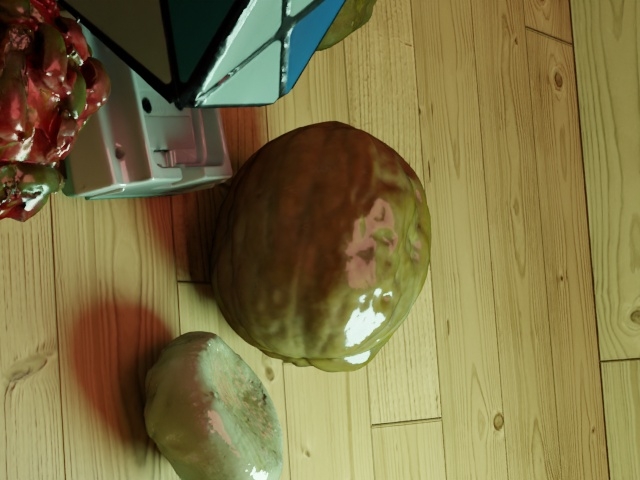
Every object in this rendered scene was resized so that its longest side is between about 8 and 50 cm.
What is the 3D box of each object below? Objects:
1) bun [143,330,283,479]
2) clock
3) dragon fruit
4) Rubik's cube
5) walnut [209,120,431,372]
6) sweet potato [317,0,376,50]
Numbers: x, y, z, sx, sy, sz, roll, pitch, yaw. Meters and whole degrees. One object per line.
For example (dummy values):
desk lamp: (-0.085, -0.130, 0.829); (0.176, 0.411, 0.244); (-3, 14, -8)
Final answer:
bun: (-0.145, 0.228, 2.091); (0.231, 0.133, 0.231); (51, 18, -25)
clock: (-0.216, -0.172, 2.075); (0.262, 0.116, 0.231); (-5, 88, -61)
dragon fruit: (-0.348, -0.146, 1.724); (0.231, 0.237, 0.303); (50, 35, -37)
Rubik's cube: (-0.126, -0.320, 1.957); (0.250, 0.248, 0.246); (-57, 162, 20)
walnut: (0.004, 0.000, 2.243); (0.306, 0.306, 0.344); (24, 65, -56)
sweet potato: (-0.041, -0.342, 2.381); (0.369, 0.158, 0.158); (-24, 104, -59)
